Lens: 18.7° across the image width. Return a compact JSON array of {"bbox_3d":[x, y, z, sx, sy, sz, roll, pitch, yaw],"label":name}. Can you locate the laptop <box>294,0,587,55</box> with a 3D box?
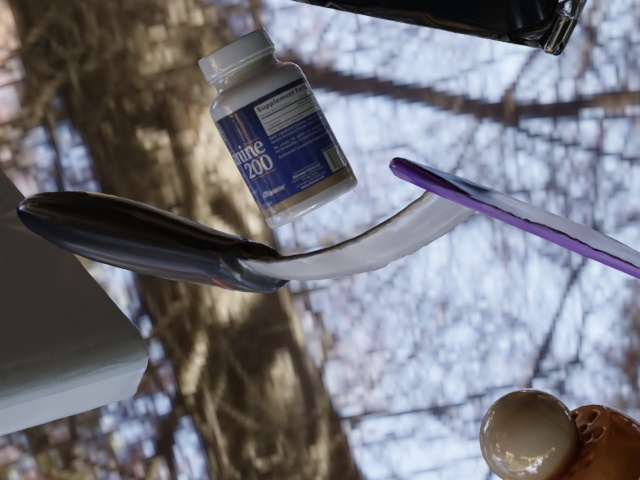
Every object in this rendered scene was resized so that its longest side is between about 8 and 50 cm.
[{"bbox_3d":[0.117,-0.339,1.207,0.236,0.382,0.408,21,-160,-9],"label":"laptop"}]

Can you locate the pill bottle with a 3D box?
[{"bbox_3d":[-0.031,-0.074,1.264,0.067,0.120,0.067,-27,-177,1],"label":"pill bottle"}]

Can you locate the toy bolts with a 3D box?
[{"bbox_3d":[0.206,0.136,1.115,0.228,0.158,0.218,-42,-160,19],"label":"toy bolts"}]

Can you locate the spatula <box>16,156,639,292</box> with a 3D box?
[{"bbox_3d":[0.000,0.000,0.528,0.296,0.084,0.030,2,-103,49],"label":"spatula"}]

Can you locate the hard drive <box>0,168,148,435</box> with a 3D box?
[{"bbox_3d":[-0.255,0.028,0.859,0.307,0.040,0.203,-14,-130,-41],"label":"hard drive"}]
